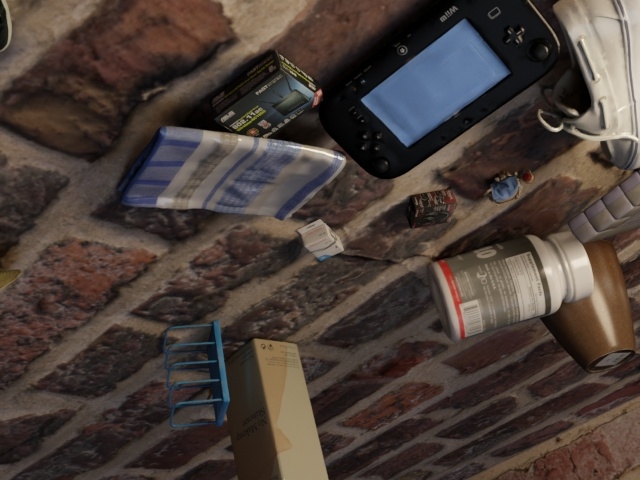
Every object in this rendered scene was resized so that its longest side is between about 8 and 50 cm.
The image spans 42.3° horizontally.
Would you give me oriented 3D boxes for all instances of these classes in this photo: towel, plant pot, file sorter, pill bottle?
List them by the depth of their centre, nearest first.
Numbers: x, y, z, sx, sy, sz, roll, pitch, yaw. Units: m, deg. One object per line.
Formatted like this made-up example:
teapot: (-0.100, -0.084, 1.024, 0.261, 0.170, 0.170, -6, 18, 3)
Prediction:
towel: (-0.127, -0.089, 1.186, 0.285, 0.034, 0.209, 5, 155, -30)
file sorter: (-0.242, 0.258, 1.592, 0.104, 0.170, 0.118, -1, 146, -17)
pill bottle: (0.364, 0.082, 1.601, 0.283, 0.161, 0.161, -16, 149, -1)
plant pot: (0.561, 0.151, 1.734, 0.215, 0.230, 0.215, -12, 148, -8)

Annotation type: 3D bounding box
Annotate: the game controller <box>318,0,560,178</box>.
game controller: (0.151, -0.211, 1.101, 0.319, 0.067, 0.166, -35, 125, 27)

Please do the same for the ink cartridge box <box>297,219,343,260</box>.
ink cartridge box: (0.000, 0.000, 1.429, 0.048, 0.028, 0.083, -26, 147, 15)

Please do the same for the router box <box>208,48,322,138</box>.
router box: (-0.072, -0.186, 1.094, 0.122, 0.038, 0.092, -33, 145, 25)

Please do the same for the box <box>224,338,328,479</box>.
box: (-0.101, 0.374, 1.700, 0.121, 0.311, 0.148, 14, 137, -40)

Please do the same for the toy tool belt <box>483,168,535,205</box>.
toy tool belt: (0.321, -0.094, 1.410, 0.083, 0.052, 0.051, -32, 154, 23)

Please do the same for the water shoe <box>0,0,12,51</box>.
water shoe: (-0.365, -0.247, 0.822, 0.072, 0.080, 0.203, -13, 148, -5)

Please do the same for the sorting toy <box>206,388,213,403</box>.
sorting toy: (-0.208, 0.331, 1.846, 0.083, 0.045, 0.075, 5, 135, -30)

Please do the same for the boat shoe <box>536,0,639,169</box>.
boat shoe: (0.380, -0.207, 1.180, 0.156, 0.136, 0.367, -22, 145, 8)

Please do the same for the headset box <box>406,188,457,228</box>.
headset box: (0.195, -0.055, 1.429, 0.083, 0.032, 0.062, -9, 148, -10)

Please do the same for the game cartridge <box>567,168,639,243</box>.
game cartridge: (0.592, -0.092, 1.442, 0.355, 0.068, 0.230, -10, 158, -49)

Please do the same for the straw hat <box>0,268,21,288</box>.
straw hat: (-0.522, 0.052, 1.233, 0.144, 0.144, 0.061, -22, 107, 9)
